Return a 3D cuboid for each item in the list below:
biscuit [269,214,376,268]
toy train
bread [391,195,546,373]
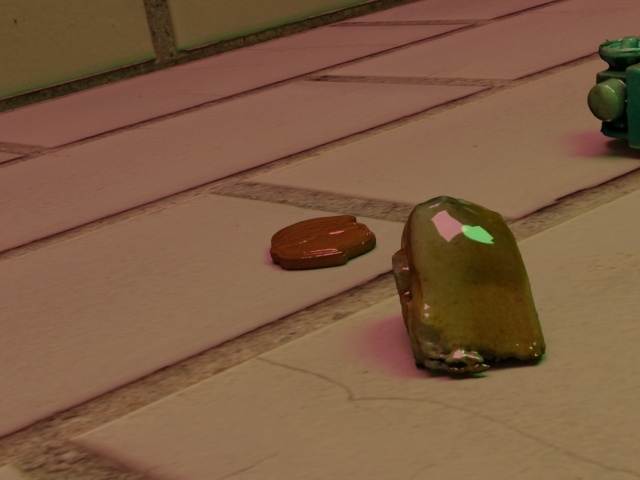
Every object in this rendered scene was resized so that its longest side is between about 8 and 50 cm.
[{"bbox_3d":[0.000,0.000,1.268,0.102,0.019,0.130,-12,17,-5],"label":"biscuit"},{"bbox_3d":[0.441,-0.179,1.449,0.298,0.120,0.194,-21,24,-34],"label":"toy train"},{"bbox_3d":[0.107,0.024,0.969,0.103,0.110,0.156,-7,16,-9],"label":"bread"}]
